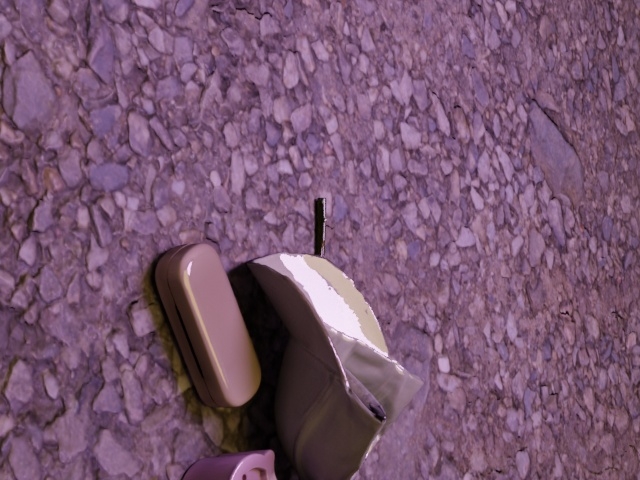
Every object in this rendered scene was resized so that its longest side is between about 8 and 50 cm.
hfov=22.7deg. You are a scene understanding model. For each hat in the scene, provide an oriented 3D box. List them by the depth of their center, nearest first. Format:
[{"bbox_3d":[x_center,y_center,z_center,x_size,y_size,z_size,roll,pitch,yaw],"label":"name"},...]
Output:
[{"bbox_3d":[-0.013,0.156,1.924,0.301,0.168,0.258,57,13,4],"label":"hat"}]

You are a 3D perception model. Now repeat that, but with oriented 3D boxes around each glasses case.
[{"bbox_3d":[-0.127,0.098,1.828,0.083,0.050,0.196,-37,113,-49],"label":"glasses case"}]

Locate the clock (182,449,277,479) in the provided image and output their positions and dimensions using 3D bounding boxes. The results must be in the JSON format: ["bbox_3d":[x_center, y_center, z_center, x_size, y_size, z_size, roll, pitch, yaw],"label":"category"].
[{"bbox_3d":[-0.099,0.403,1.789,0.290,0.080,0.275,-49,123,-48],"label":"clock"}]

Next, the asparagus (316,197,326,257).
[{"bbox_3d":[0.000,0.000,2.057,0.015,0.014,0.114,7,75,-20],"label":"asparagus"}]
